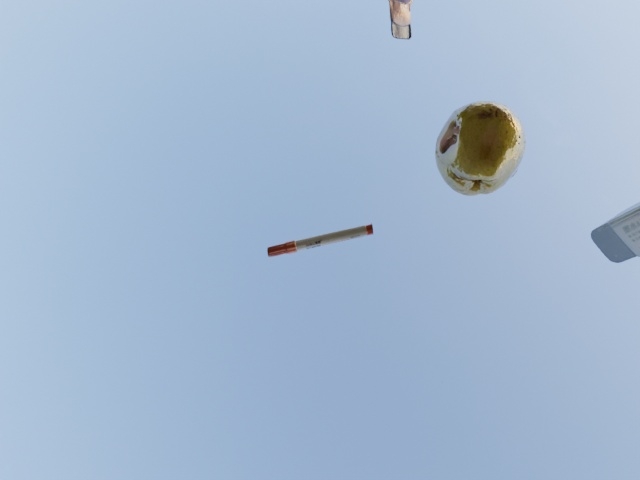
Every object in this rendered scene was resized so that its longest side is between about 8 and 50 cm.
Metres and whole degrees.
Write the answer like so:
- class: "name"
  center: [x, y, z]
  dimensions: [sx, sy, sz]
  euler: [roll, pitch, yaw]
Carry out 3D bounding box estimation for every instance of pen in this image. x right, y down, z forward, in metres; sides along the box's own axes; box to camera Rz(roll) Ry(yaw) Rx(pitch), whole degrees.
- class: "pen"
  center: [0.000, 0.000, 1.016]
  dimensions: [0.239, 0.028, 0.028]
  euler: [-13, -110, 0]

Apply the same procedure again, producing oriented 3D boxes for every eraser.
- class: "eraser"
  center: [0.612, -0.055, 0.767]
  dimensions: [0.061, 0.352, 0.089]
  euler: [-33, -100, -23]

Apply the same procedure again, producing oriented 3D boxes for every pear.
- class: "pear"
  center: [0.460, -0.265, 1.348]
  dimensions: [0.271, 0.271, 0.271]
  euler: [-4, -108, 14]

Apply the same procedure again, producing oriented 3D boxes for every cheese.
- class: "cheese"
  center: [0.237, -0.763, 1.400]
  dimensions: [0.074, 0.189, 0.286]
  euler: [7, -72, 52]
